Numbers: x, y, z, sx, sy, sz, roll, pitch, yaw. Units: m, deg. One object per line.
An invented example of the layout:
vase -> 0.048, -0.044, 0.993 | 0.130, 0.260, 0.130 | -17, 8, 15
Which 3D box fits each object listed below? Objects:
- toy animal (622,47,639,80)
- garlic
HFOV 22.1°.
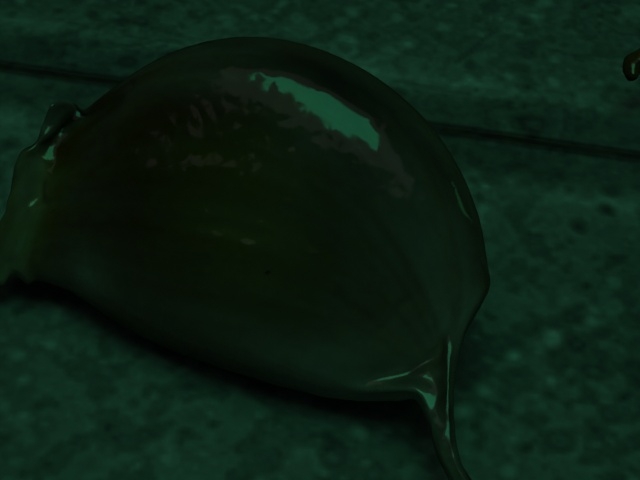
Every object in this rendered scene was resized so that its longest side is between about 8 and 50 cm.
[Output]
toy animal -> 0.276, -0.074, 0.842 | 0.241, 0.056, 0.099 | 1, 46, -8
garlic -> 0.005, -0.001, 0.714 | 0.267, 0.148, 0.128 | 25, 11, 21
